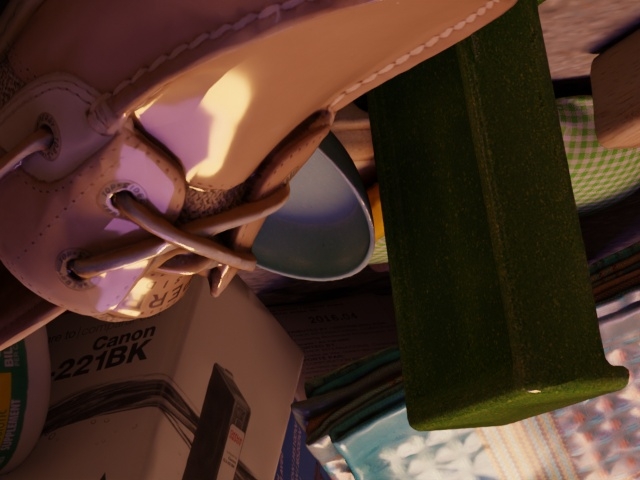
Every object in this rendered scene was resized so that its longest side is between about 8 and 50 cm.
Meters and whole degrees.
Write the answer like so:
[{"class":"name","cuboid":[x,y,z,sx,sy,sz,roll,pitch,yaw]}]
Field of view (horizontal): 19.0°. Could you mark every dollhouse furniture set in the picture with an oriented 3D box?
[{"class":"dollhouse furniture set","cuboid":[0.091,0.007,0.824,0.197,0.151,0.301,-5,169,-24]}]

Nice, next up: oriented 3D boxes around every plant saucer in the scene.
[{"class":"plant saucer","cuboid":[-0.028,-0.030,0.740,0.119,0.021,0.119,24,151,14]}]

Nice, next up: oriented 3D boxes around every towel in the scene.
[{"class":"towel","cuboid":[0.178,0.156,1.005,0.271,0.040,0.370,-24,127,6]}]

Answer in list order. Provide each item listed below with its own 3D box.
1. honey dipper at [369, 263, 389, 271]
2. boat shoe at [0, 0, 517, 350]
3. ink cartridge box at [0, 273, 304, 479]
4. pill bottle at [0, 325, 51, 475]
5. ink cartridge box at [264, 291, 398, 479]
[{"class":"honey dipper","cuboid":[0.000,0.000,1.059,0.160,0.030,0.030,5,163,-40]},{"class":"boat shoe","cuboid":[-0.053,-0.030,0.617,0.121,0.110,0.341,-1,167,-39]},{"class":"ink cartridge box","cuboid":[-0.140,0.149,1.052,0.197,0.273,0.114,-15,130,28]},{"class":"pill bottle","cuboid":[-0.249,0.067,0.944,0.208,0.118,0.117,-1,166,-37]},{"class":"ink cartridge box","cuboid":[0.109,0.148,1.270,0.270,0.151,0.395,-6,-152,-17]}]
